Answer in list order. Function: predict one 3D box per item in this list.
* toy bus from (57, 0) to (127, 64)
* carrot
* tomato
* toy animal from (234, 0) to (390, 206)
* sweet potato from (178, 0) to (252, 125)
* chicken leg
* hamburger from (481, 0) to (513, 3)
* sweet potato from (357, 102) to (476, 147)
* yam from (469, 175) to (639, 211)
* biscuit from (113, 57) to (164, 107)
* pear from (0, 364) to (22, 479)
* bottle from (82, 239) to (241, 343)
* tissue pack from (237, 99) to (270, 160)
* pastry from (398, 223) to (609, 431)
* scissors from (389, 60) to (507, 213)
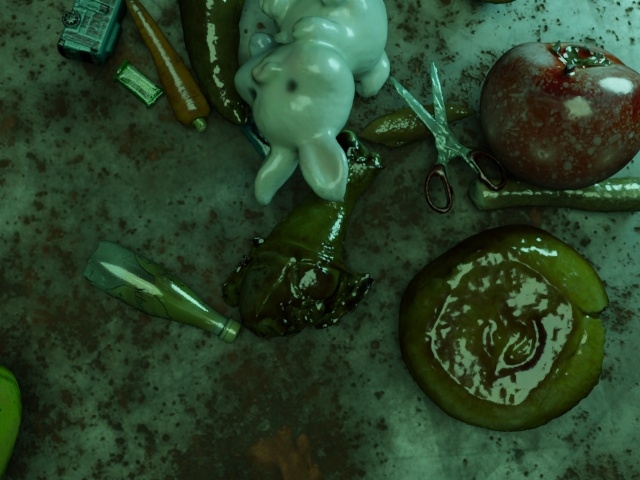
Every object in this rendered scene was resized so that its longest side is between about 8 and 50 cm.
[{"bbox_3d":[-0.372,-0.374,1.659,0.092,0.079,0.160,20,83,-3],"label":"toy bus"},{"bbox_3d":[-0.257,-0.295,1.658,0.061,0.061,0.256,-30,94,-5],"label":"carrot"},{"bbox_3d":[0.385,-0.198,1.598,0.270,0.270,0.227,11,120,-2],"label":"tomato"},{"bbox_3d":[-0.006,-0.231,1.576,0.241,0.196,0.367,38,60,-36],"label":"toy animal"},{"bbox_3d":[-0.177,-0.393,1.648,0.131,0.130,0.422,-3,87,-3],"label":"sweet potato"},{"bbox_3d":[0.004,0.012,1.617,0.211,0.140,0.361,38,88,9],"label":"chicken leg"},{"bbox_3d":[0.285,-0.470,1.666,0.162,0.162,0.115,30,80,0],"label":"hamburger"},{"bbox_3d":[0.162,-0.197,1.685,0.206,0.060,0.068,-16,123,0],"label":"sweet potato"},{"bbox_3d":[0.403,-0.080,1.684,0.300,0.066,0.066,1,85,-2],"label":"yam"},{"bbox_3d":[-0.309,-0.265,1.685,0.089,0.016,0.046,39,83,0],"label":"biscuit"},{"bbox_3d":[-0.631,0.275,1.463,0.391,0.391,0.390,0,85,-3],"label":"pear"},{"bbox_3d":[-0.254,0.091,1.626,0.270,0.083,0.083,28,85,-2],"label":"bottle"},{"bbox_3d":[-0.090,-0.192,1.686,0.085,0.028,0.138,-38,85,-5],"label":"tissue pack"},{"bbox_3d":[0.298,0.140,1.616,0.356,0.164,0.355,0,89,-7],"label":"pastry"},{"bbox_3d":[0.201,-0.176,1.649,0.144,0.017,0.247,-23,82,-11],"label":"scissors"}]
